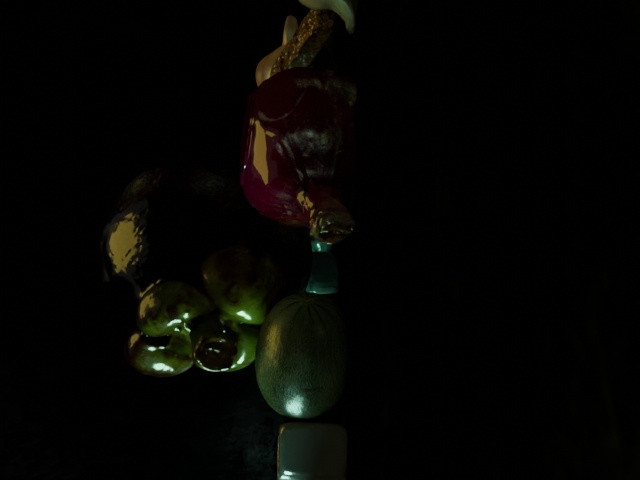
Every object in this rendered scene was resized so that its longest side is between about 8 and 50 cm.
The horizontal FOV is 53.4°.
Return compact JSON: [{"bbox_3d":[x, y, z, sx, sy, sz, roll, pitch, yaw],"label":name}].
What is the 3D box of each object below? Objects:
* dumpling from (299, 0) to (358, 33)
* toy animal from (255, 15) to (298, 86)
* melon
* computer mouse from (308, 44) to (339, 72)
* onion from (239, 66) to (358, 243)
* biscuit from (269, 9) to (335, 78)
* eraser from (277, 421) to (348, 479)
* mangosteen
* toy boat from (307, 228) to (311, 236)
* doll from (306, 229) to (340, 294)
[{"bbox_3d":[0.006,-0.291,0.668,0.176,0.092,0.150,-118,15,-75],"label":"dumpling"},{"bbox_3d":[-0.051,-0.297,1.269,0.154,0.166,0.250,-45,-4,-16],"label":"toy animal"},{"bbox_3d":[-0.019,0.141,0.749,0.114,0.114,0.168,-95,9,-69],"label":"melon"},{"bbox_3d":[-0.004,-0.253,1.058,0.106,0.062,0.193,131,142,-51],"label":"computer mouse"},{"bbox_3d":[-0.018,-0.075,0.702,0.195,0.139,0.218,103,166,-47],"label":"onion"},{"bbox_3d":[-0.033,-0.305,1.024,0.199,0.034,0.064,-35,47,56],"label":"biscuit"},{"bbox_3d":[-0.014,0.323,0.872,0.352,0.089,0.061,93,-179,-58],"label":"eraser"},{"bbox_3d":[-0.163,0.038,0.870,0.297,0.296,0.314,99,-170,-74],"label":"mangosteen"},{"bbox_3d":[-0.029,0.025,1.321,0.229,0.088,0.089,-96,7,-68],"label":"toy boat"},{"bbox_3d":[0.000,0.000,0.990,0.159,0.059,0.159,-95,4,-81],"label":"doll"}]
